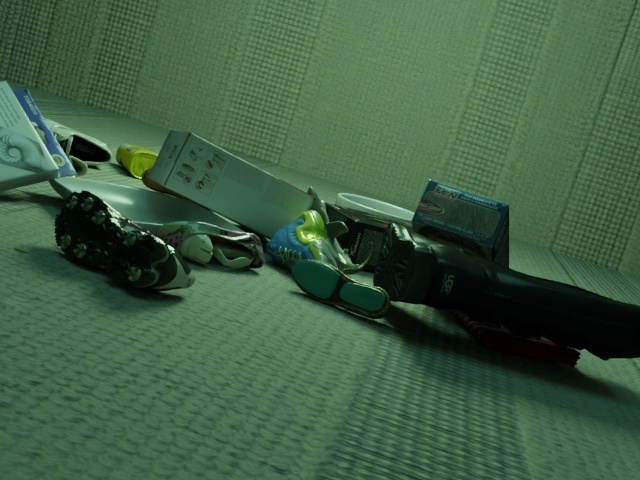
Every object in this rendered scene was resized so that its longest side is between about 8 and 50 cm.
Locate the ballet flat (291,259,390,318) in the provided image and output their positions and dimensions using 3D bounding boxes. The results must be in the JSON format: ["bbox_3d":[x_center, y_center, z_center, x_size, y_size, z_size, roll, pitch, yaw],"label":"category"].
[{"bbox_3d":[0.038,0.095,1.624,0.206,0.073,0.067,25,-15,29],"label":"ballet flat"}]

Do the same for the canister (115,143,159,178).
[{"bbox_3d":[-0.483,-0.214,2.452,0.126,0.073,0.170,12,9,-30],"label":"canister"}]

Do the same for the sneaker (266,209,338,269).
[{"bbox_3d":[-0.040,0.036,1.790,0.126,0.091,0.240,-23,30,8],"label":"sneaker"}]

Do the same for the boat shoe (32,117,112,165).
[{"bbox_3d":[-0.662,-0.246,2.281,0.268,0.096,0.088,20,1,-35],"label":"boat shoe"}]

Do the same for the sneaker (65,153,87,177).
[{"bbox_3d":[-0.601,-0.174,2.017,0.086,0.064,0.192,15,5,18],"label":"sneaker"}]

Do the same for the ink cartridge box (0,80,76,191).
[{"bbox_3d":[-0.603,-0.205,1.717,0.224,0.045,0.223,-22,75,-49],"label":"ink cartridge box"}]

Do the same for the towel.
[{"bbox_3d":[0.373,0.181,1.771,0.199,0.031,0.275,13,8,-10],"label":"towel"}]

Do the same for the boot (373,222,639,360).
[{"bbox_3d":[0.342,0.095,1.677,0.445,0.146,0.367,12,8,-8],"label":"boot"}]

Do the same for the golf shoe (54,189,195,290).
[{"bbox_3d":[-0.316,0.012,1.406,0.273,0.105,0.120,30,0,35],"label":"golf shoe"}]

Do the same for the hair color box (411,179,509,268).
[{"bbox_3d":[0.302,0.019,1.885,0.174,0.105,0.347,19,-21,20],"label":"hair color box"}]

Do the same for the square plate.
[{"bbox_3d":[-0.344,-0.049,1.790,0.347,0.049,0.344,10,12,-36],"label":"square plate"}]

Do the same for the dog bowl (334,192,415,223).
[{"bbox_3d":[0.161,-0.045,2.496,0.265,0.104,0.265,16,10,-3],"label":"dog bowl"}]

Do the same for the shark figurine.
[{"bbox_3d":[0.010,0.027,1.929,0.116,0.166,0.278,-15,41,-21],"label":"shark figurine"}]

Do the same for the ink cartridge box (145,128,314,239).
[{"bbox_3d":[-0.211,-0.122,1.981,0.309,0.130,0.272,27,-1,-22],"label":"ink cartridge box"}]

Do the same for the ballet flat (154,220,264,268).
[{"bbox_3d":[-0.195,0.015,1.648,0.222,0.077,0.079,10,35,-36],"label":"ballet flat"}]

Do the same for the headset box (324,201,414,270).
[{"bbox_3d":[0.157,0.009,2.148,0.293,0.110,0.218,13,10,-22],"label":"headset box"}]

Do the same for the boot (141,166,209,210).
[{"bbox_3d":[-0.343,-0.126,2.195,0.197,0.073,0.152,12,14,-13],"label":"boot"}]
